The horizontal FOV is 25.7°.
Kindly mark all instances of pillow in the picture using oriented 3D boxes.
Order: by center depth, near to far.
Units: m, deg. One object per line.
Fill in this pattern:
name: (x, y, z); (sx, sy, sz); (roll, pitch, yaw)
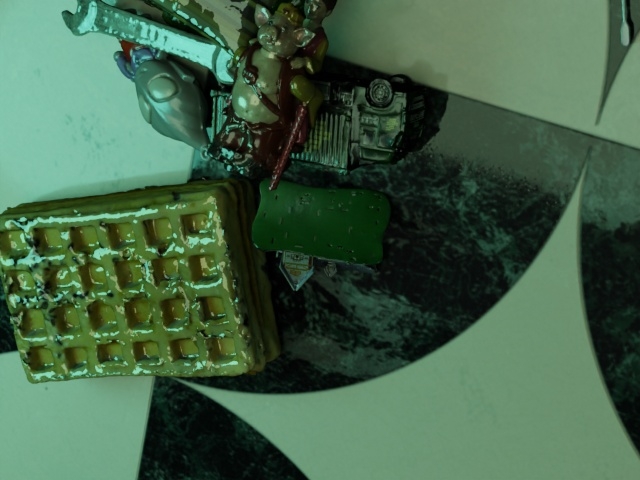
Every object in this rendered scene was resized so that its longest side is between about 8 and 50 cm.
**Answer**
pillow: (-0.123, -0.356, 1.667); (0.208, 0.052, 0.212); (33, 90, 12)

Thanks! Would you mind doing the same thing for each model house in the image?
model house: (0.000, 0.000, 1.753); (0.167, 0.117, 0.088); (5, 144, 1)

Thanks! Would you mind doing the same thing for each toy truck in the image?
toy truck: (-0.003, -0.154, 1.711); (0.259, 0.088, 0.121); (11, 107, 22)

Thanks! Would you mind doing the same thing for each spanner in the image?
spanner: (-0.209, -0.255, 1.744); (0.302, 0.017, 0.071); (22, 112, 27)

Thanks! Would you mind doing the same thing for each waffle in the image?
waffle: (-0.247, 0.061, 1.870); (0.376, 0.114, 0.261); (-6, 105, 25)

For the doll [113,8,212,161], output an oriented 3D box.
doll: (-0.197, -0.195, 1.794); (0.102, 0.075, 0.227); (-42, 74, 44)

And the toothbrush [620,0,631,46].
toothbrush: (0.336, -0.299, 1.559); (0.011, 0.014, 0.167); (0, 103, 25)

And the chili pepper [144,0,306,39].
chili pepper: (-0.113, -0.287, 1.735); (0.278, 0.065, 0.122); (-4, 91, 23)

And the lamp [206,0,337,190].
lamp: (-0.046, -0.193, 1.615); (0.118, 0.118, 0.253); (28, 110, 14)
